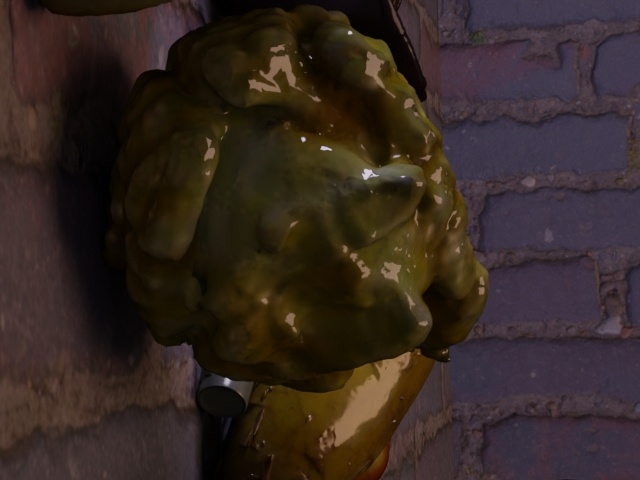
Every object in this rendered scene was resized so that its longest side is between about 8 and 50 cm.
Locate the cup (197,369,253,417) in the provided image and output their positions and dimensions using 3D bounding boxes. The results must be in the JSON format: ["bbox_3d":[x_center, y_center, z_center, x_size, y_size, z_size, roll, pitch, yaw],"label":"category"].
[{"bbox_3d":[-0.087,0.115,1.362,0.083,0.054,0.075,-78,163,-45],"label":"cup"}]

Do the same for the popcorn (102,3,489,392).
[{"bbox_3d":[-0.026,-0.018,1.125,0.274,0.279,0.335,33,-41,52],"label":"popcorn"}]

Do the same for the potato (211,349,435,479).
[{"bbox_3d":[0.007,0.166,1.442,0.300,0.140,0.173,-48,166,-28],"label":"potato"}]

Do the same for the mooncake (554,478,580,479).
[{"bbox_3d":[0.092,0.372,1.263,0.467,0.467,0.262,61,24,-67],"label":"mooncake"}]

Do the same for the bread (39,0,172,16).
[{"bbox_3d":[-0.063,-0.337,1.060,0.395,0.264,0.239,-69,150,-61],"label":"bread"}]

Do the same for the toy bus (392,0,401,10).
[{"bbox_3d":[0.037,-0.361,1.664,0.179,0.143,0.305,-61,169,-57],"label":"toy bus"}]

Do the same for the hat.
[{"bbox_3d":[-0.048,-0.260,1.467,0.238,0.209,0.336,167,-97,-81],"label":"hat"}]

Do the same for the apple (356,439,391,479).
[{"bbox_3d":[0.004,0.214,1.610,0.163,0.139,0.163,-16,90,-72],"label":"apple"}]
